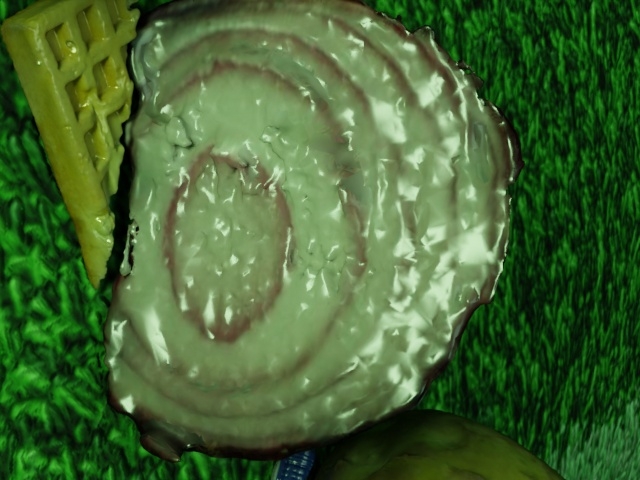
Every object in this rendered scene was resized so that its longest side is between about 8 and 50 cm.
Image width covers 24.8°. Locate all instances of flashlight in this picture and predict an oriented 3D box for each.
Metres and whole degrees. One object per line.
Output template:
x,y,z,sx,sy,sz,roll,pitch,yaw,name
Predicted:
-0.030,0.208,1.137,0.035,0.057,0.121,20,69,-15,flashlight

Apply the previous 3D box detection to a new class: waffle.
-0.136,-0.080,0.957,0.125,0.032,0.191,-47,133,-43,waffle

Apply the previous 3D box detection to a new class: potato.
0.087,0.286,1.163,0.237,0.301,0.288,33,33,-30,potato

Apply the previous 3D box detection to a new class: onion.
0.000,0.000,0.969,0.146,0.280,0.314,19,79,-68,onion
